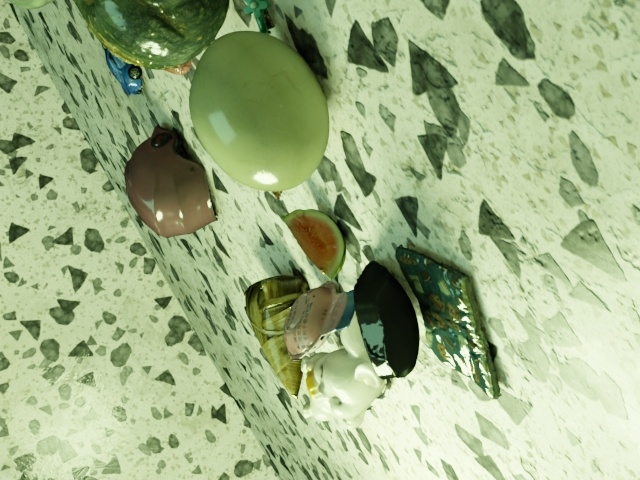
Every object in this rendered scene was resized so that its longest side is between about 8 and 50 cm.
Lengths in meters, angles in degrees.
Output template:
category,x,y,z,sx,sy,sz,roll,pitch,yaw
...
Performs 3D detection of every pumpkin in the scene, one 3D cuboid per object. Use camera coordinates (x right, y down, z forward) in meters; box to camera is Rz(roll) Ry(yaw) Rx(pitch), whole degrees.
category,x,y,z,sx,sy,sz,roll,pitch,yaw
pumpkin,-0.314,-0.459,1.596,0.291,0.257,0.328,-2,111,55

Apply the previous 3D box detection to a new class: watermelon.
category,x,y,z,sx,sy,sz,roll,pitch,yaw
watermelon,0.010,-0.009,1.750,0.163,0.087,0.069,52,129,17

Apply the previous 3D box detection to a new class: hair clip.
category,x,y,z,sx,sy,sz,roll,pitch,yaw
hair clip,-0.114,-0.420,1.488,0.049,0.049,0.173,19,135,63

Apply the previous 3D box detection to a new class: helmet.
category,x,y,z,sx,sy,sz,roll,pitch,yaw
helmet,-0.430,-0.144,2.481,0.338,0.197,0.271,47,161,30

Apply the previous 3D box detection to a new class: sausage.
category,x,y,z,sx,sy,sz,roll,pitch,yaw
sausage,-0.334,-0.407,2.033,0.154,0.062,0.062,32,148,55

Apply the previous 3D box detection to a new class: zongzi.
category,x,y,z,sx,sy,sz,roll,pitch,yaw
zongzi,-0.101,0.232,2.201,0.286,0.134,0.288,160,102,-76

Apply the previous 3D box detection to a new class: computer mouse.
category,x,y,z,sx,sy,sz,roll,pitch,yaw
computer mouse,0.124,0.129,1.567,0.295,0.087,0.168,-68,-40,-74

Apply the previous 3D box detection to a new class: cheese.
category,x,y,z,sx,sy,sz,roll,pitch,yaw
cheese,-0.002,0.163,1.920,0.074,0.189,0.286,28,153,-21

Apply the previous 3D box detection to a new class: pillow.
category,x,y,z,sx,sy,sz,roll,pitch,yaw
pillow,0.211,0.129,1.498,0.189,0.034,0.256,32,149,58

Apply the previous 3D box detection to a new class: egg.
category,x,y,z,sx,sy,sz,roll,pitch,yaw
egg,-0.098,-0.208,1.483,0.219,0.219,0.269,3,116,68

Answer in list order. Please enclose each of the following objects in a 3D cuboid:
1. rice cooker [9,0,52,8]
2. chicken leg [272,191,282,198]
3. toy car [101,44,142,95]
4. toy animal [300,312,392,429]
category,x,y,z,sx,sy,sz,roll,pitch,yaw
rice cooker,-0.677,-0.694,2.205,0.226,0.244,0.226,23,134,25
chicken leg,-0.088,-0.113,1.911,0.036,0.021,0.083,61,163,25
toy car,-0.546,-0.488,2.452,0.216,0.063,0.103,59,162,-1
toy animal,0.053,0.293,1.979,0.325,0.154,0.208,117,145,-45
